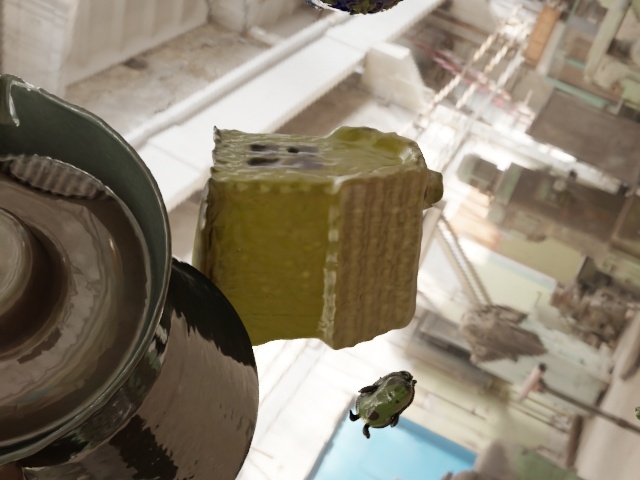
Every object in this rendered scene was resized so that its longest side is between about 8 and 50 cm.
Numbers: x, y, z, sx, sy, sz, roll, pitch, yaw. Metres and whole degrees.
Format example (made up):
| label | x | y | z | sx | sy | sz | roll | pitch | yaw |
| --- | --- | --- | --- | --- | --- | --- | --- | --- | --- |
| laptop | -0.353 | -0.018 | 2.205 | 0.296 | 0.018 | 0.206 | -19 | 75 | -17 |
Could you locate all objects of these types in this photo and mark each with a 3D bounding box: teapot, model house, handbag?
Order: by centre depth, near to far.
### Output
| label | x | y | z | sx | sy | sz | roll | pitch | yaw |
| --- | --- | --- | --- | --- | --- | --- | --- | --- | --- |
| teapot | -0.176 | 0.095 | 0.573 | 0.344 | 0.254 | 0.300 | 90 | -175 | -68 |
| model house | 0.000 | 0.000 | 0.887 | 0.174 | 0.234 | 0.193 | -85 | -2 | -64 |
| handbag | 0.092 | 0.221 | 1.266 | 0.111 | 0.072 | 0.047 | -43 | 0 | 21 |

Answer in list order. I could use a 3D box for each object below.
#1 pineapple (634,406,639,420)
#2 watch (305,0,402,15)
| label | x | y | z | sx | sy | sz | roll | pitch | yaw |
| --- | --- | --- | --- | --- | --- | --- | --- | --- | --- |
| pineapple | 0.415 | 0.191 | 0.813 | 0.263 | 0.272 | 0.262 | -14 | -63 | -30 |
| watch | 0.003 | -0.281 | 0.778 | 0.171 | 0.200 | 0.196 | -53 | -41 | -8 |
